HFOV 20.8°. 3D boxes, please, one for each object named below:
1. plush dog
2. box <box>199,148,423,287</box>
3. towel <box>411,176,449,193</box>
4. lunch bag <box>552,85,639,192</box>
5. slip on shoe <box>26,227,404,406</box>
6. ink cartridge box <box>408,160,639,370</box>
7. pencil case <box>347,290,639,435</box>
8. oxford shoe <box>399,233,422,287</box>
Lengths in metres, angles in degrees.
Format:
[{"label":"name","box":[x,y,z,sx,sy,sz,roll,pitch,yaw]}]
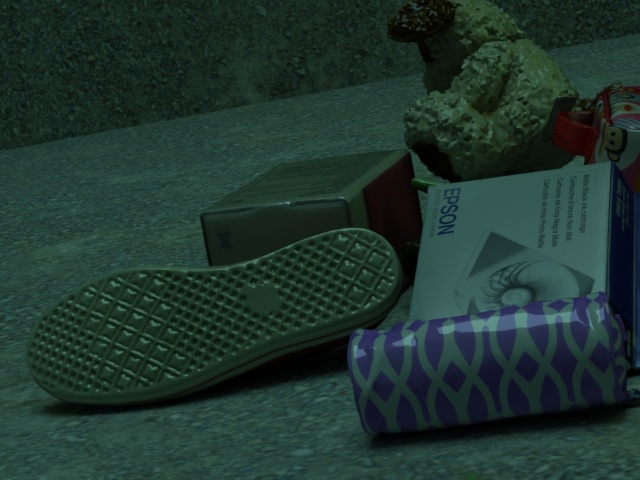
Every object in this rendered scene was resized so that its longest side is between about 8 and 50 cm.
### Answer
[{"label":"plush dog","box":[0.181,-0.172,1.855,0.210,0.225,0.262,-38,-25,11]},{"label":"box","box":[0.000,0.000,1.690,0.148,0.127,0.232,-6,12,19]},{"label":"towel","box":[0.175,-0.037,1.651,0.152,0.023,0.113,14,-3,32]},{"label":"lunch bag","box":[0.346,-0.079,1.640,0.258,0.120,0.293,10,14,9]},{"label":"slip on shoe","box":[-0.088,0.074,1.504,0.331,0.123,0.101,-15,-21,0]},{"label":"ink cartridge box","box":[0.186,0.023,1.394,0.224,0.045,0.223,-7,38,15]},{"label":"pencil case","box":[0.122,0.087,1.256,0.206,0.086,0.088,-8,19,11]},{"label":"oxford shoe","box":[0.119,0.025,1.600,0.096,0.083,0.227,-11,-1,9]}]
